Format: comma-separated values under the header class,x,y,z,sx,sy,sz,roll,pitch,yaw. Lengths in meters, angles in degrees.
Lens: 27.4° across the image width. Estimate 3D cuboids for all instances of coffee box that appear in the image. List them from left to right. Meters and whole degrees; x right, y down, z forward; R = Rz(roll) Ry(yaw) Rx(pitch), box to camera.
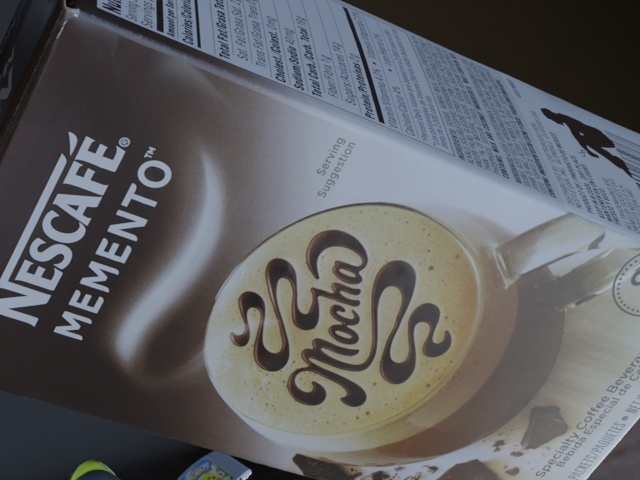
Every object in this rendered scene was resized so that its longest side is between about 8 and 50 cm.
class,x,y,z,sx,sy,sz,roll,pitch,yaw
coffee box,0.000,0.000,0.551,0.168,0.297,0.119,-58,-155,28

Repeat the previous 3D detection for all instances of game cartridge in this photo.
class,x,y,z,sx,sy,sz,roll,pitch,yaw
game cartridge,-0.123,0.264,1.433,0.056,0.083,0.017,24,-42,35

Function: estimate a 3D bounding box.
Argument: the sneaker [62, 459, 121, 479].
class,x,y,z,sx,sy,sz,roll,pitch,yaw
sneaker,-0.149,0.287,1.088,0.121,0.111,0.300,22,-28,31
